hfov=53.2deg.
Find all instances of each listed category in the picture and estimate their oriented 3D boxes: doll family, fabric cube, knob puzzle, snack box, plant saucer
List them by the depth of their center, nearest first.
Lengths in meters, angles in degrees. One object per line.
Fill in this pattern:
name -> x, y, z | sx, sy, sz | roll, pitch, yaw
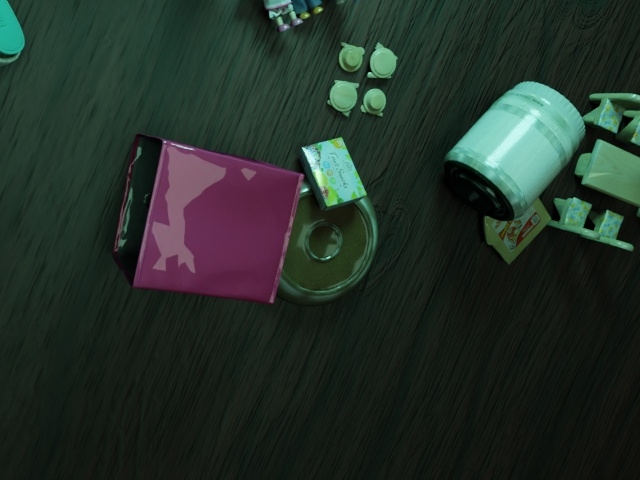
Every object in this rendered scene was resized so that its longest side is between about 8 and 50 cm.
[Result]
fabric cube -> -0.220, -0.046, 1.196 | 0.258, 0.259, 0.254 | 9, 98, -27
doll family -> -0.022, -0.536, 1.265 | 0.263, 0.118, 0.163 | -22, 117, 1
snack box -> 0.024, -0.141, 1.363 | 0.100, 0.037, 0.141 | -18, 79, -26
plant saucer -> 0.000, 0.000, 1.410 | 0.311, 0.050, 0.310 | -4, 101, -21
knob puzzle -> 0.480, -0.064, 1.626 | 0.213, 0.030, 0.213 | -6, 105, -22

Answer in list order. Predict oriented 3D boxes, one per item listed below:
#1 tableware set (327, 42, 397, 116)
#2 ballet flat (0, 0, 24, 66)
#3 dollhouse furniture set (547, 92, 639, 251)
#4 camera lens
tableware set -> 0.092, -0.350, 1.394 | 0.141, 0.020, 0.168 | 9, 100, -23
ballet flat -> -0.603, -0.466, 1.003 | 0.139, 0.139, 0.400 | -21, 109, -18
dollhouse furniture set -> 0.859, -0.143, 1.649 | 0.394, 0.256, 0.361 | 16, 95, -26
camera lens -> 0.439, -0.198, 1.471 | 0.274, 0.219, 0.219 | -47, 116, -7
